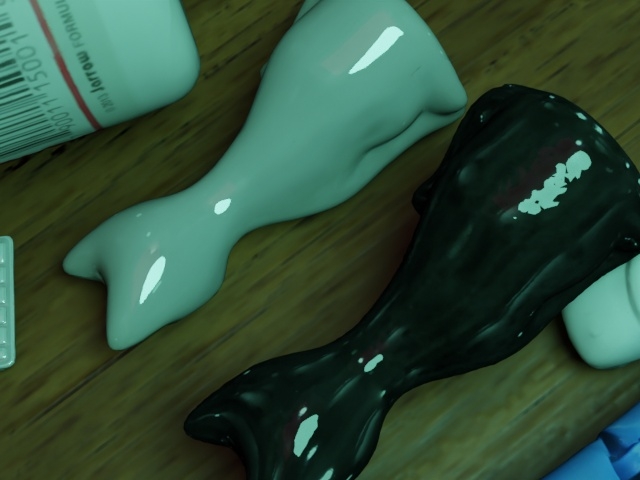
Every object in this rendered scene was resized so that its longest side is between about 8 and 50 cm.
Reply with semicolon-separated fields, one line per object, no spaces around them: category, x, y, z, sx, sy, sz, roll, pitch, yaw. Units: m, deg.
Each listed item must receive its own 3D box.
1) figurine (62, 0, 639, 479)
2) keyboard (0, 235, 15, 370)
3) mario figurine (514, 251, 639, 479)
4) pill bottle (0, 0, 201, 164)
figurine;0.000;0.000;0.602;0.209;0.092;0.215;-42;47;-6
keyboard;-0.277;0.049;0.672;0.256;0.014;0.072;-9;68;2
mario figurine;0.230;0.060;0.581;0.320;0.170;0.198;-43;107;0
pill bottle;-0.279;-0.110;0.619;0.408;0.229;0.229;-19;68;-2
